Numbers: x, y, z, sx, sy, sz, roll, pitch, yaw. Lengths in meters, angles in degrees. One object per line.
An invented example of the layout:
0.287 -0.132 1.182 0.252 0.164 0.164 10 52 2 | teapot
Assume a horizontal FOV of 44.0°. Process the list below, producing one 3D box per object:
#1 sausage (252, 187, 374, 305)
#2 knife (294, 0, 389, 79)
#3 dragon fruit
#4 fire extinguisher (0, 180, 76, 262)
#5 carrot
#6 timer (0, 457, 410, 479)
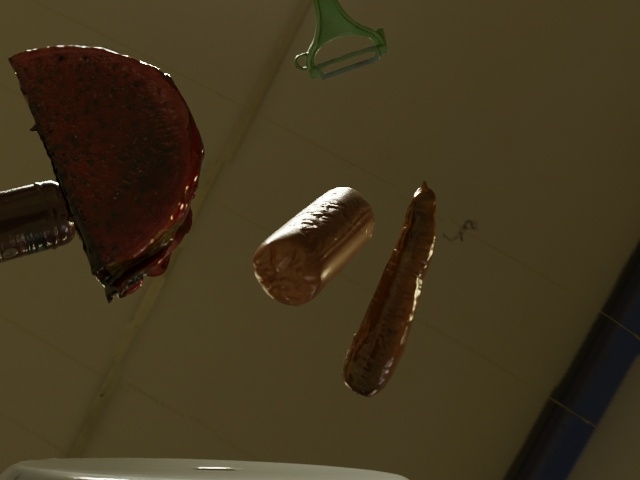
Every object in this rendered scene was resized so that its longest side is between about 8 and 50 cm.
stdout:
0.001 0.001 0.943 0.086 0.289 0.086 5 -73 16 | sausage
-0.006 -0.214 0.634 0.078 0.022 0.166 -21 -85 -11 | knife
-0.188 -0.064 0.759 0.189 0.163 0.261 -32 -113 17 | dragon fruit
-0.454 -0.019 1.165 0.344 0.138 0.102 -18 -99 -26 | fire extinguisher
0.083 0.056 0.863 0.059 0.059 0.247 20 -86 6 | carrot
-0.059 0.248 0.383 0.285 0.285 0.285 0 -86 8 | timer
